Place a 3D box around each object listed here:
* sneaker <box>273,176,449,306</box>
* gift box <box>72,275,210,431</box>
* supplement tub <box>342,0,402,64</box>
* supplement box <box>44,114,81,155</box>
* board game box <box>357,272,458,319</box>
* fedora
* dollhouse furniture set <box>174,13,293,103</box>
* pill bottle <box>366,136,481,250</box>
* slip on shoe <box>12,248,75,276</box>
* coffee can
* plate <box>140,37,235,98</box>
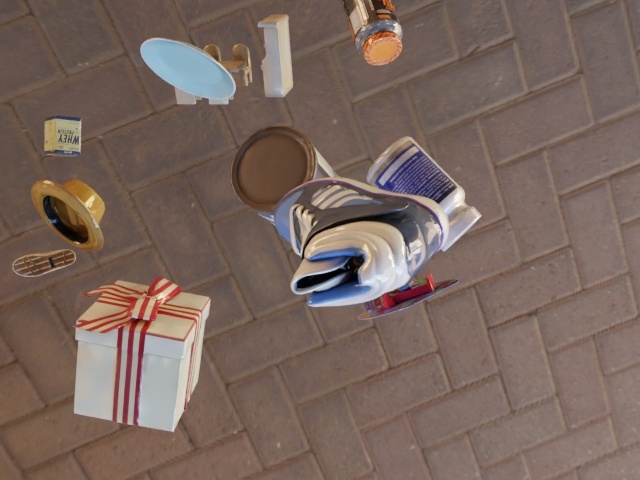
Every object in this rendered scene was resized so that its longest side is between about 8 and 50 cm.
[{"bbox_3d":[0.000,0.001,0.929,0.236,0.322,0.130,-29,118,-47],"label":"sneaker"},{"bbox_3d":[-0.400,0.228,1.390,0.276,0.255,0.258,10,107,-5],"label":"gift box"},{"bbox_3d":[0.126,-0.519,1.536,0.116,0.117,0.191,-10,64,-7],"label":"supplement tub"},{"bbox_3d":[-0.576,-0.232,1.441,0.056,0.083,0.083,0,94,-39],"label":"supplement box"},{"bbox_3d":[0.132,0.077,1.009,0.168,0.133,0.033,-22,90,-30],"label":"board game box"},{"bbox_3d":[-0.506,-0.064,1.340,0.194,0.194,0.079,47,53,-16],"label":"fedora"},{"bbox_3d":[-0.194,-0.414,1.453,0.241,0.212,0.161,2,117,10],"label":"dollhouse furniture set"},{"bbox_3d":[0.250,-0.110,1.556,0.153,0.153,0.265,-43,79,2],"label":"pill bottle"},{"bbox_3d":[-0.631,0.049,1.474,0.135,0.041,0.052,-19,100,-32],"label":"slip on shoe"},{"bbox_3d":[-0.061,-0.123,1.516,0.201,0.275,0.202,-5,74,18],"label":"coffee can"},{"bbox_3d":[-0.244,-0.326,1.211,0.188,0.188,0.024,22,75,-14],"label":"plate"}]
